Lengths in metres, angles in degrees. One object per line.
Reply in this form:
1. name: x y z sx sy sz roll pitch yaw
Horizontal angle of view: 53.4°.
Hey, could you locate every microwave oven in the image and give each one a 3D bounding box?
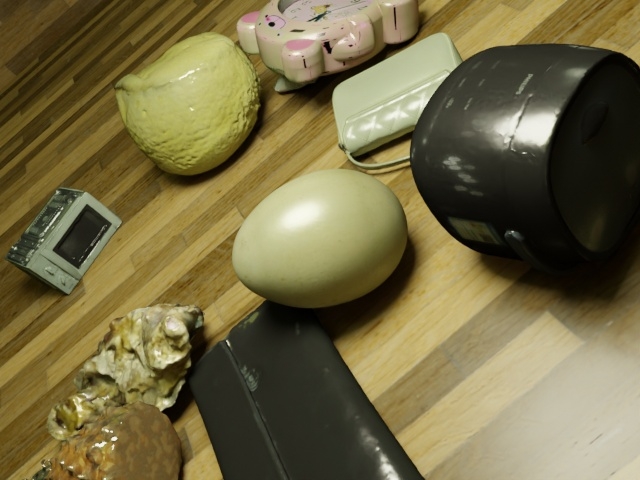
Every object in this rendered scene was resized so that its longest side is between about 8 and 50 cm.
1. microwave oven: -0.582 -0.005 1.436 0.162 0.122 0.208 11 63 43

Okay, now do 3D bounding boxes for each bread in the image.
1. bread: -0.275 -0.294 1.370 0.321 0.237 0.320 -18 38 15

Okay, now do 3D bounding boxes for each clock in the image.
1. clock: 0.010 -0.439 1.278 0.310 0.114 0.284 -32 50 -20

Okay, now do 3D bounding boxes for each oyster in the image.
1. oyster: -0.304 0.197 1.032 0.351 0.115 0.237 -29 38 39

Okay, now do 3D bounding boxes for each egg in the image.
1. egg: 0.000 0.000 0.893 0.254 0.188 0.188 -19 39 -11

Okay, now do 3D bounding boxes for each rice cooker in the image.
1. rice cooker: 0.249 -0.098 0.759 0.225 0.267 0.267 13 64 52

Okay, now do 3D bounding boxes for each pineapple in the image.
1. pineapple: -0.358 0.360 0.916 0.341 0.169 0.169 -32 40 23

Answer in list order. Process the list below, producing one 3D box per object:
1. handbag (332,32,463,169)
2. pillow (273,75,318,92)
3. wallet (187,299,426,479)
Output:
1. handbag: 0.144 -0.219 1.088 0.256 0.079 0.219 -22 54 22
2. pillow: -0.016 -0.423 1.409 0.128 0.051 0.229 4 59 43
3. wallet: -0.038 0.246 0.818 0.228 0.062 0.406 -41 39 2
